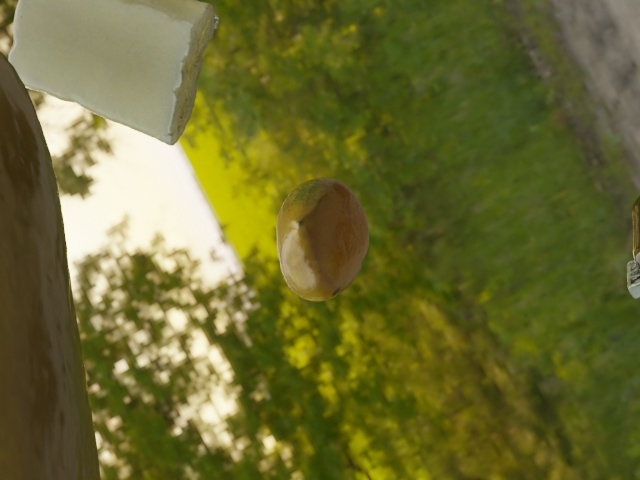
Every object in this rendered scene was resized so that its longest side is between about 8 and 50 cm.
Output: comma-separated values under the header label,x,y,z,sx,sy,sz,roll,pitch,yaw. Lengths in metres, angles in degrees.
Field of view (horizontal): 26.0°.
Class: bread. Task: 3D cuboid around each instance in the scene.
label,x,y,z,sx,sy,sz,roll,pitch,yaw
bread,-0.189,-0.178,1.246,0.178,0.140,0.060,23,-156,12

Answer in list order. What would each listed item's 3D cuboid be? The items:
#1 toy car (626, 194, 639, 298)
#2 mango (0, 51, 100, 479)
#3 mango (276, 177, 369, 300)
label,x,y,z,sx,sy,sz,roll,pitch,yaw
toy car,0.345,-0.007,1.138,0.204,0.198,0.248,59,-156,-19
mango,-0.149,0.076,0.465,0.195,0.142,0.332,111,158,-82
mango,0.000,0.000,0.945,0.114,0.057,0.079,-58,-43,-69
